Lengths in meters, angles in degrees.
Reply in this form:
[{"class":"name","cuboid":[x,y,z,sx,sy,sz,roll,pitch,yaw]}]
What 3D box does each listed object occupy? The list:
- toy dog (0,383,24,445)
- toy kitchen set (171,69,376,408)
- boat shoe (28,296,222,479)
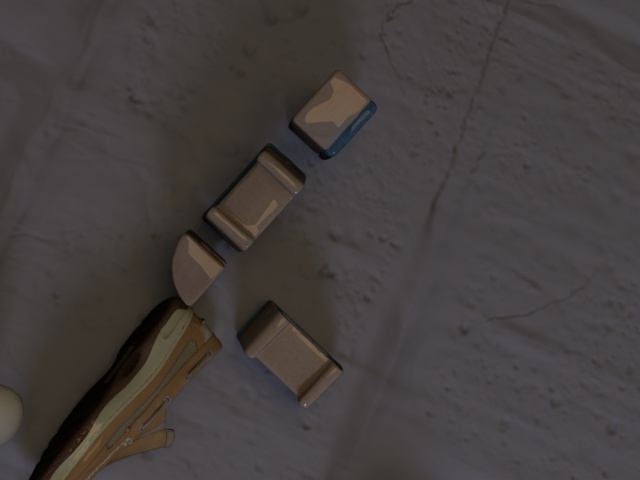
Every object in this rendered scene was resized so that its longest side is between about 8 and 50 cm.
[{"class":"toy dog","cuboid":[-0.392,0.191,0.708,0.395,0.285,0.408,4,49,3]},{"class":"toy kitchen set","cuboid":[0.000,0.000,1.024,0.166,0.122,0.207,43,90,-4]},{"class":"boat shoe","cuboid":[-0.139,0.133,0.964,0.072,0.068,0.190,43,70,-16]}]
